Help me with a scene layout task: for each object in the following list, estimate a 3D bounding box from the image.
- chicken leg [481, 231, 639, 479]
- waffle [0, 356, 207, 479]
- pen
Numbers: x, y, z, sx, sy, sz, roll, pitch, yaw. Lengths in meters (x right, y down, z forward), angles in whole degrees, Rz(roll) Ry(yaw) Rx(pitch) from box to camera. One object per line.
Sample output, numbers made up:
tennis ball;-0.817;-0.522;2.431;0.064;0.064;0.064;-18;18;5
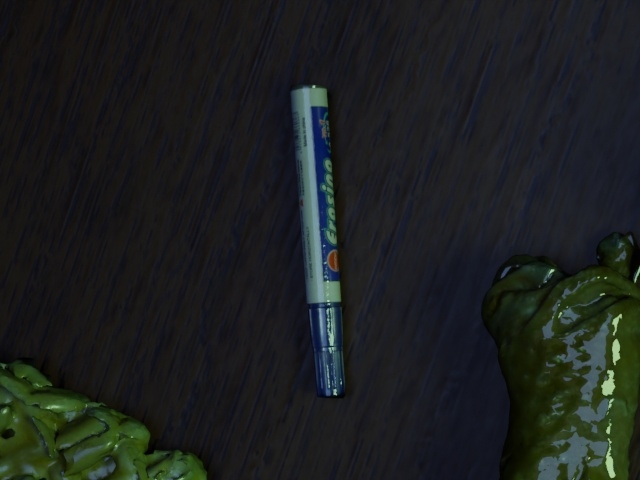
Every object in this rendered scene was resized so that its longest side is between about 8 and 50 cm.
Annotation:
chicken leg;0.120;0.197;0.909;0.201;0.153;0.429;6;82;27
waffle;-0.231;0.226;1.057;0.317;0.073;0.297;20;93;19
pen;0.000;0.000;1.017;0.025;0.025;0.204;-6;86;18
